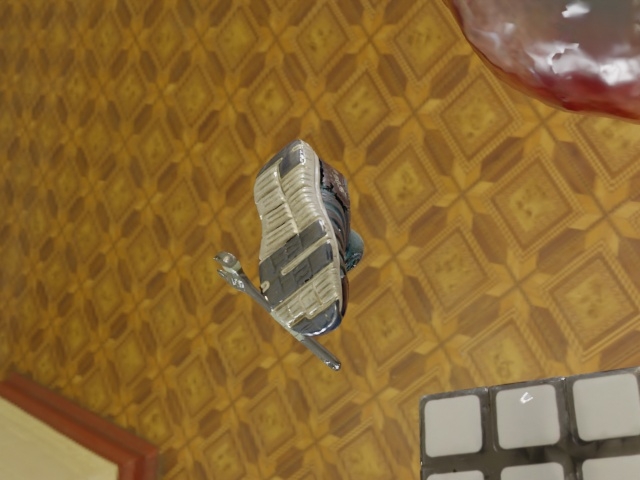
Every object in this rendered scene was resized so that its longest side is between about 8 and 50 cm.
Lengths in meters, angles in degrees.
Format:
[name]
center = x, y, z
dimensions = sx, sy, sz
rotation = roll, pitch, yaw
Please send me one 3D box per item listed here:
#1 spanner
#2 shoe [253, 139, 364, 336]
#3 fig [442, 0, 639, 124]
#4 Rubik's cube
[spanner]
center = -0.082, 0.138, 1.654
dimensions = 0.316, 0.024, 0.087
rotation = 41, 150, 5
[shoe]
center = 0.000, 0.000, 0.833
dimensions = 0.091, 0.106, 0.207
rotation = -37, 42, 31
[fig]
center = 0.154, -0.170, 0.345
dimensions = 0.224, 0.263, 0.224
rotation = 56, 166, 21
[Rubik's cube]
center = 0.316, 0.363, 1.130
dimensions = 0.301, 0.305, 0.303
rotation = -13, 55, 26
